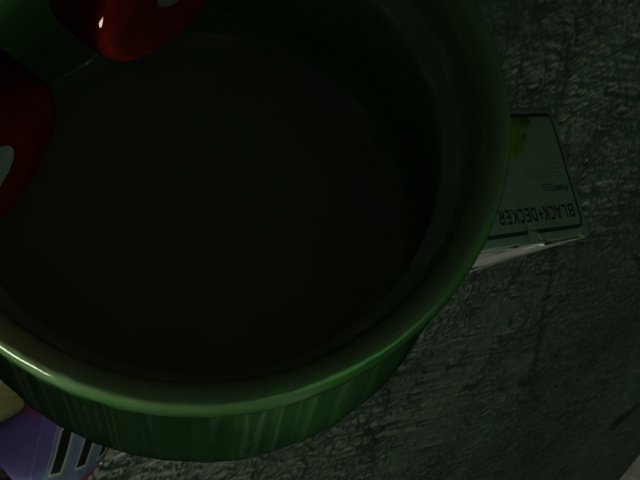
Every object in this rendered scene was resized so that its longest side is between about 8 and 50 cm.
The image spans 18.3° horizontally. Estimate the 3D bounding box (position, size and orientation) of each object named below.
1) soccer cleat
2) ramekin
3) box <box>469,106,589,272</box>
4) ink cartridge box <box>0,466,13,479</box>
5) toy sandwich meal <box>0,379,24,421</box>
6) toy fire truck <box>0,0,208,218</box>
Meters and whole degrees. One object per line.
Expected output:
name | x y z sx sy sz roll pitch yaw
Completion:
soccer cleat | -0.147 0.098 1.374 0.248 0.083 0.095 -25 134 -41
ramekin | -0.063 -0.034 1.018 0.303 0.303 0.148 -38 163 -18
box | 0.000 0.000 1.245 0.290 0.087 0.169 -18 174 32
ink cartridge box | -0.260 0.181 1.043 0.201 0.278 0.117 -23 149 -44
toy sandwich meal | -0.211 0.086 1.290 0.085 0.029 0.085 -37 156 -20
toy fire truck | -0.160 -0.141 0.758 0.302 0.169 0.254 -49 168 -10
